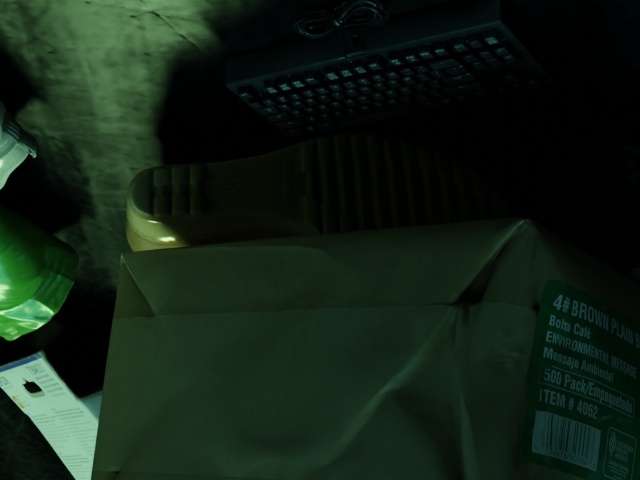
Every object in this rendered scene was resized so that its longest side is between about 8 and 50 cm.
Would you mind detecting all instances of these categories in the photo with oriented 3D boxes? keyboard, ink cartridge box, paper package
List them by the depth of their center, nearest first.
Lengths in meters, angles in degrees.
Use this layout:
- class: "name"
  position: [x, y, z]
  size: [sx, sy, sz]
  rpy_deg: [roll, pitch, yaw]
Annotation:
- class: "keyboard"
  position: [0.030, -0.098, 0.847]
  size: [0.180, 0.023, 0.108]
  rpy_deg: [-10, 144, 32]
- class: "paper package"
  position: [0.073, 0.116, 0.910]
  size: [0.310, 0.168, 0.325]
  rpy_deg: [-6, 159, 37]
- class: "ink cartridge box"
  position: [-0.185, 0.180, 1.303]
  size: [0.224, 0.045, 0.223]
  rpy_deg: [53, 157, -8]

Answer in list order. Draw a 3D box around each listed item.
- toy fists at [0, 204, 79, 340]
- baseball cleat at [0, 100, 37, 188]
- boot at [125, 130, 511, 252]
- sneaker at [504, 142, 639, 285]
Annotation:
- class: "toy fists"
  position: [-0.313, 0.027, 1.116]
  size: [0.279, 0.096, 0.142]
  rpy_deg: [-13, 142, 44]
- class: "baseball cleat"
  position: [-0.284, -0.058, 0.987]
  size: [0.206, 0.072, 0.109]
  rpy_deg: [1, 156, 26]
- class: "boot"
  position: [0.000, 0.000, 1.002]
  size: [0.249, 0.090, 0.207]
  rpy_deg: [4, 164, 7]
- class: "sneaker"
  position: [0.169, 0.002, 0.926]
  size: [0.097, 0.084, 0.235]
  rpy_deg: [17, 162, -28]
